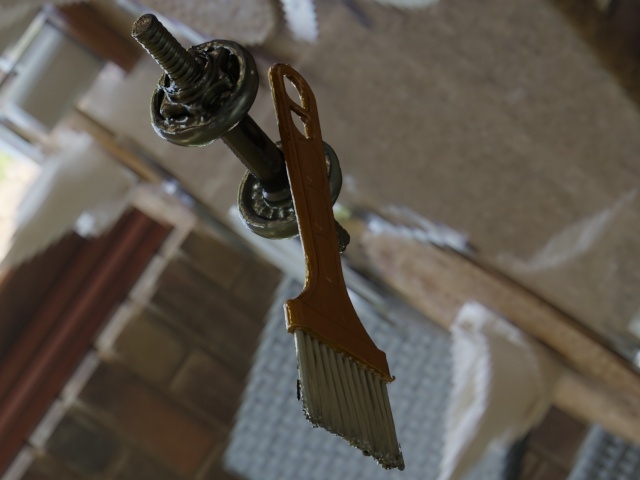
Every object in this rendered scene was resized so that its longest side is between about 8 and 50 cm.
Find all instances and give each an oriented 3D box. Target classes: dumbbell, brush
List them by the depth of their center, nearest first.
[{"bbox_3d":[0.000,0.000,1.214,0.090,0.017,0.314,35,-148,-40],"label":"brush"},{"bbox_3d":[-0.048,-0.066,1.282,0.081,0.081,0.254,25,163,43],"label":"dumbbell"}]
